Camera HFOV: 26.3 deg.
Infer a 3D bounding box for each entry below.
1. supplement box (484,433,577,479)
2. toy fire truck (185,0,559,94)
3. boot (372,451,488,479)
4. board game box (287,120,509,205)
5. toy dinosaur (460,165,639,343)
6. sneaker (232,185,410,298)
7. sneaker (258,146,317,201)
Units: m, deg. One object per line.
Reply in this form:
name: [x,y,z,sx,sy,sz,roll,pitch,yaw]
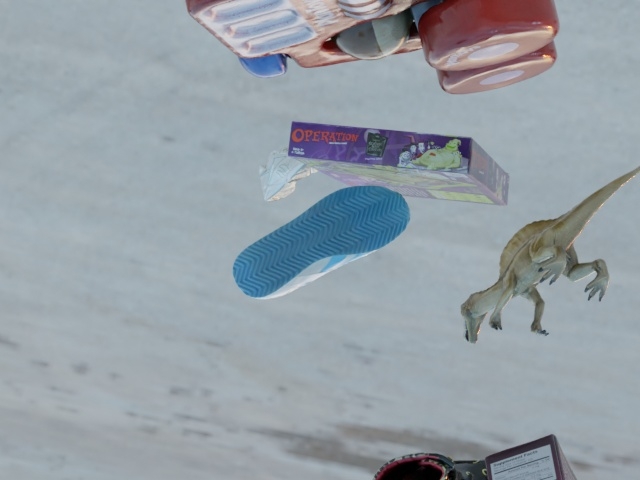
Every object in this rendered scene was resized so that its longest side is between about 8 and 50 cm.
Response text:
supplement box: [0.227,0.303,1.371,0.081,0.188,0.104,-21,126,15]
toy fire truck: [0.042,-0.195,1.061,0.254,0.169,0.302,-13,175,8]
boot: [0.170,0.297,1.634,0.236,0.085,0.178,-8,161,2]
board game box: [0.106,-0.089,1.658,0.208,0.056,0.347,2,176,14]
toy dinosaur: [0.163,0.008,0.969,0.053,0.183,0.092,42,-170,-28]
sneaker: [0.000,0.000,1.671,0.229,0.087,0.092,-24,175,-3]
sneaker: [-0.043,-0.110,1.939,0.054,0.061,0.152,-12,164,-42]
